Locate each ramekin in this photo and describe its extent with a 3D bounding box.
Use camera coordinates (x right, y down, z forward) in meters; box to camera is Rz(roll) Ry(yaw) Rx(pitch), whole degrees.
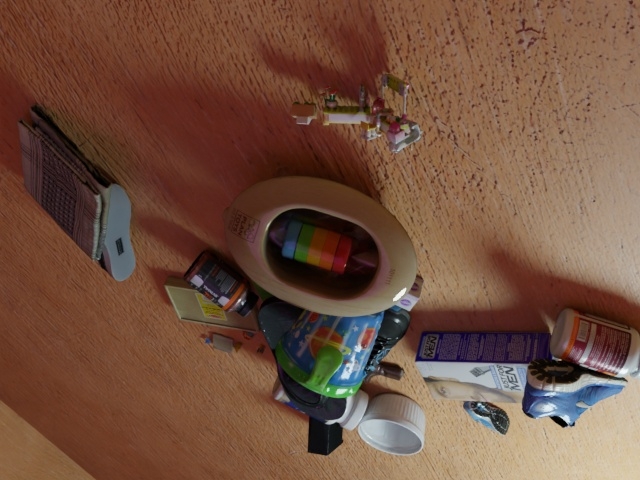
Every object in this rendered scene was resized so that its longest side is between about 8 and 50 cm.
[{"bbox_3d":[0.226,0.560,2.223,0.207,0.109,0.207,12,140,11],"label":"ramekin"}]

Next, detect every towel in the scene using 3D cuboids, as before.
[{"bbox_3d":[-0.640,-0.134,1.789,0.312,0.056,0.324,45,141,14],"label":"towel"}]

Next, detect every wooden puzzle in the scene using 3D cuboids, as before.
[{"bbox_3d":[-0.306,0.323,2.274,0.116,0.014,0.078,21,136,1],"label":"wooden puzzle"}]

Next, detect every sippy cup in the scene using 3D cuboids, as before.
[{"bbox_3d":[0.038,0.225,1.769,0.240,0.305,0.224,14,112,-34],"label":"sippy cup"}]

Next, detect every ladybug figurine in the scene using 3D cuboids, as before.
[{"bbox_3d":[0.000,0.000,1.619,0.449,0.162,0.305,21,112,3],"label":"ladybug figurine"}]

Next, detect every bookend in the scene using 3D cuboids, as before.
[{"bbox_3d":[0.021,0.607,2.381,0.072,0.156,0.157,4,93,21],"label":"bookend"}]

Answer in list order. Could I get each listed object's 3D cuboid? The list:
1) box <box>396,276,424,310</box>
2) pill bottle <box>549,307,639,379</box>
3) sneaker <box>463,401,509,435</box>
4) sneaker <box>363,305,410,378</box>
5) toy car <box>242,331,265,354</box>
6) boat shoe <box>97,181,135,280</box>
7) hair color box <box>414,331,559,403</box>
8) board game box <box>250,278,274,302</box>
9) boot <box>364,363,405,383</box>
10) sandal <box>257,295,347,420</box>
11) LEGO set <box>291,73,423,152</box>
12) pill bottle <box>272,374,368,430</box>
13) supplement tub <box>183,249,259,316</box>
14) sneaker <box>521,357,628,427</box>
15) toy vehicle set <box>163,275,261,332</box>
[{"bbox_3d":[0.093,0.069,1.769,0.324,0.063,0.067,25,141,-4],"label":"box"},{"bbox_3d":[0.655,0.243,1.663,0.221,0.121,0.121,17,140,6],"label":"pill bottle"},{"bbox_3d":[0.483,0.509,2.102,0.162,0.063,0.073,39,155,-13],"label":"sneaker"},{"bbox_3d":[0.140,0.286,1.931,0.125,0.140,0.341,24,139,0],"label":"sneaker"},{"bbox_3d":[-0.192,0.304,2.178,0.060,0.040,0.122,-14,128,35],"label":"toy car"},{"bbox_3d":[-0.567,-0.033,1.922,0.105,0.113,0.306,26,140,26],"label":"boat shoe"},{"bbox_3d":[0.437,0.330,1.873,0.338,0.110,0.185,-3,135,29],"label":"hair color box"},{"bbox_3d":[-0.129,0.112,1.933,0.092,0.043,0.181,1,135,25],"label":"board game box"},{"bbox_3d":[0.188,0.397,2.119,0.114,0.037,0.106,10,141,7],"label":"boot"},{"bbox_3d":[-0.058,0.353,1.983,0.167,0.107,0.446,-17,118,15],"label":"sandal"},{"bbox_3d":[0.077,-0.262,1.379,0.287,0.132,0.107,24,129,35],"label":"LEGO set"},{"bbox_3d":[0.001,0.461,2.180,0.264,0.153,0.153,27,140,-7],"label":"pill bottle"},{"bbox_3d":[-0.263,0.121,1.943,0.198,0.106,0.106,38,138,-10],"label":"supplement tub"},{"bbox_3d":[0.592,0.356,1.715,0.330,0.130,0.147,2,115,-32],"label":"sneaker"},{"bbox_3d":[-0.311,0.188,2.106,0.266,0.035,0.166,8,138,17],"label":"toy vehicle set"}]
